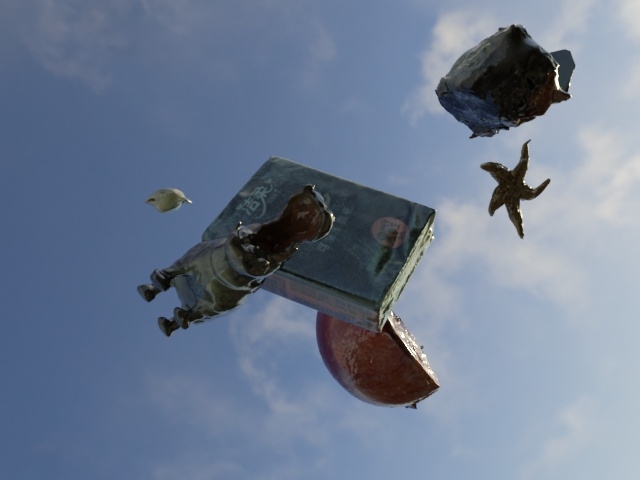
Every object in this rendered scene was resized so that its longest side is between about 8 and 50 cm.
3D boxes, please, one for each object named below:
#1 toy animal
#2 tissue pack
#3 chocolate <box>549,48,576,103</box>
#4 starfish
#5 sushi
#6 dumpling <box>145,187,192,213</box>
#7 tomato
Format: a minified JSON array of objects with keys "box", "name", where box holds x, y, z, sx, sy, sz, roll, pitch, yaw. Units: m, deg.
[{"box":[-0.124,0.041,0.963,0.168,0.106,0.343,-30,0,-38],"name":"toy animal"},{"box":[0.000,0.000,1.192,0.228,0.316,0.103,-55,-25,-37],"name":"tissue pack"},{"box":[0.584,-0.400,1.867,0.149,0.125,0.080,-35,-26,-7],"name":"chocolate"},{"box":[0.521,-0.145,2.000,0.236,0.062,0.277,10,-94,-28],"name":"starfish"},{"box":[0.338,-0.296,1.446,0.196,0.182,0.343,-36,5,4],"name":"sushi"},{"box":[-0.254,-0.067,1.254,0.077,0.043,0.059,-25,-13,17],"name":"dumpling"},{"box":[0.083,0.205,1.444,0.170,0.309,0.309,-42,-37,3],"name":"tomato"}]
